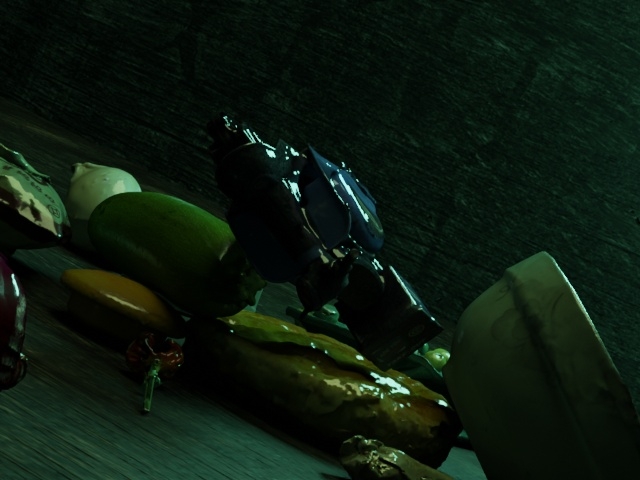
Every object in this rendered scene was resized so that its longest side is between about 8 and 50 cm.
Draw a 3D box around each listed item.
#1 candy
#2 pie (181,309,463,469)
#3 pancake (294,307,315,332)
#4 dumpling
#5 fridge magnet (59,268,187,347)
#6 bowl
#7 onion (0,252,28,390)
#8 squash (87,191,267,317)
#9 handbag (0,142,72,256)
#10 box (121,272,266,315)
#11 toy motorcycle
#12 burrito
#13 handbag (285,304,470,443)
[{"bbox_3d":[-0.155,0.127,1.618,0.055,0.049,0.184,-6,15,-1],"label":"candy"},{"bbox_3d":[0.004,0.156,1.903,0.339,0.083,0.339,22,3,-1],"label":"pie"},{"bbox_3d":[0.072,0.160,2.574,0.253,0.037,0.253,24,3,-1],"label":"pancake"},{"bbox_3d":[-0.283,-0.019,2.382,0.111,0.181,0.155,-9,-41,15],"label":"dumpling"},{"bbox_3d":[-0.205,0.071,1.828,0.143,0.063,0.143,26,2,-1],"label":"fridge magnet"},{"bbox_3d":[0.234,0.180,1.861,0.307,0.163,0.307,-25,90,-86],"label":"bowl"},{"bbox_3d":[-0.263,0.048,1.237,0.173,0.135,0.198,30,4,30],"label":"onion"},{"bbox_3d":[-0.151,0.013,1.911,0.107,0.107,0.395,23,-1,-28],"label":"squash"},{"bbox_3d":[-0.374,-0.047,1.954,0.213,0.127,0.235,26,-8,-3],"label":"handbag"},{"bbox_3d":[-0.154,0.045,2.282,0.172,0.093,0.124,21,5,-45],"label":"box"},{"bbox_3d":[0.000,0.000,1.768,0.212,0.125,0.358,56,8,27],"label":"toy motorcycle"},{"bbox_3d":[0.077,0.224,1.688,0.149,0.041,0.055,26,15,-38],"label":"burrito"},{"bbox_3d":[0.114,0.166,2.271,0.274,0.100,0.269,29,6,42],"label":"handbag"}]
